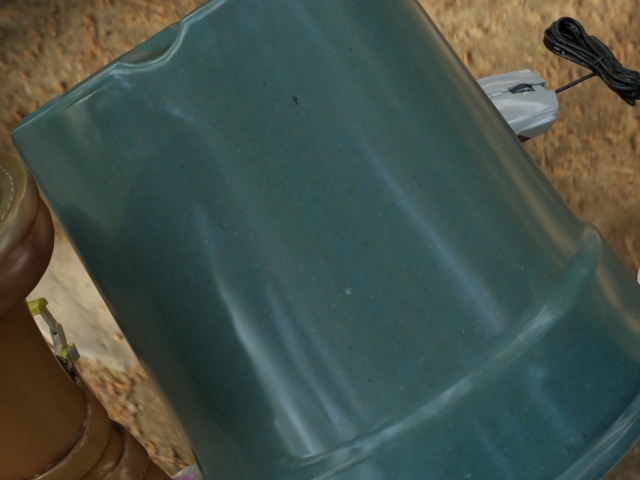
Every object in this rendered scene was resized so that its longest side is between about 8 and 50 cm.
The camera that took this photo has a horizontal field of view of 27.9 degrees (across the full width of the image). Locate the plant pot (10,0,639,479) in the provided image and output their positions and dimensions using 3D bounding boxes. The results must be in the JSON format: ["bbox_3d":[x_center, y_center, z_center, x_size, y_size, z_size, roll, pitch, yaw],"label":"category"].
[{"bbox_3d":[0.000,0.000,0.821,0.341,0.341,0.334,-34,102,-4],"label":"plant pot"}]

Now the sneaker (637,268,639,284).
[{"bbox_3d":[0.478,0.095,1.395,0.305,0.114,0.152,13,104,-15],"label":"sneaker"}]

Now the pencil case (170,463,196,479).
[{"bbox_3d":[-0.059,0.221,1.076,0.124,0.113,0.273,27,31,36],"label":"pencil case"}]

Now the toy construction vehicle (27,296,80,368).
[{"bbox_3d":[-0.217,0.097,0.951,0.086,0.035,0.098,-19,101,23],"label":"toy construction vehicle"}]

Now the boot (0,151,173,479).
[{"bbox_3d":[-0.151,0.084,0.646,0.220,0.283,0.109,46,47,-17],"label":"boot"}]

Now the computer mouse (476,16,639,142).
[{"bbox_3d":[0.148,-0.106,1.007,0.193,0.042,0.106,-29,52,-3],"label":"computer mouse"}]
